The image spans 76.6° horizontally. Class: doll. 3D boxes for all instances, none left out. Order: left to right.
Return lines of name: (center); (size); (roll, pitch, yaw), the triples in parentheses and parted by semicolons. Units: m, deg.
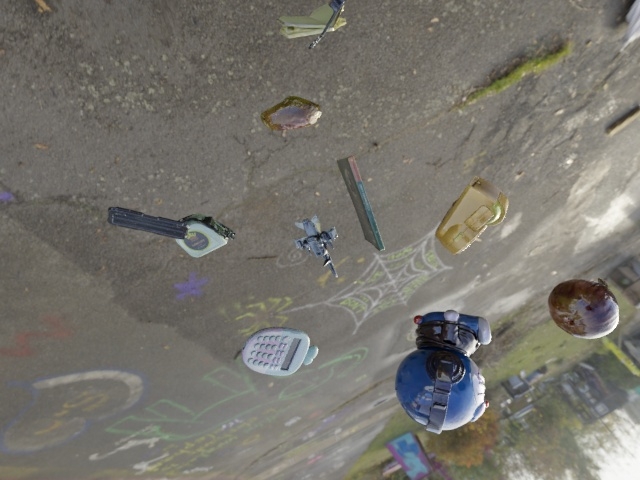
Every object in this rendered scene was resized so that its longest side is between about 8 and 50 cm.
doll: (0.329, 0.358, 1.102); (0.240, 0.310, 0.284); (8, 151, 13)

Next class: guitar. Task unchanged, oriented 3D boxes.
guitar: (0.034, -0.538, 0.932); (0.025, 0.088, 0.233); (33, 85, -26)

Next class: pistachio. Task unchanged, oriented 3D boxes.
pistachio: (-0.084, -0.350, 1.118); (0.173, 0.049, 0.089); (-8, 114, 4)

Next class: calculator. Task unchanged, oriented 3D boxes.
calculator: (-0.140, 0.395, 1.446); (0.299, 0.041, 0.185); (17, 100, -35)

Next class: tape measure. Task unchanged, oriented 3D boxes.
tape measure: (-0.561, -0.044, 1.929); (0.235, 0.115, 0.207); (-25, 125, 17)

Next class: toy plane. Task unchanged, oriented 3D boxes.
toy plane: (0.000, 0.033, 1.507); (0.192, 0.262, 0.088); (-17, -168, 32)

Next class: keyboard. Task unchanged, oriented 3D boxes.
keyboard: (-0.591, -0.058, 1.401); (0.262, 0.016, 0.106); (14, 145, -21)

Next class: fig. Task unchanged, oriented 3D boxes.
fig: (0.684, 0.171, 1.029); (0.202, 0.149, 0.148); (-1, 174, -7)

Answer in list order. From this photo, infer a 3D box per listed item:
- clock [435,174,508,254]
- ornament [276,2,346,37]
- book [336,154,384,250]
clock: (0.625, -0.091, 1.721); (0.244, 0.200, 0.317); (-32, 160, -53)
ornament: (-0.010, -0.630, 1.175); (0.201, 0.180, 0.059); (-24, 134, -14)
book: (0.160, -0.155, 1.612); (0.043, 0.260, 0.371); (-21, 102, -2)
